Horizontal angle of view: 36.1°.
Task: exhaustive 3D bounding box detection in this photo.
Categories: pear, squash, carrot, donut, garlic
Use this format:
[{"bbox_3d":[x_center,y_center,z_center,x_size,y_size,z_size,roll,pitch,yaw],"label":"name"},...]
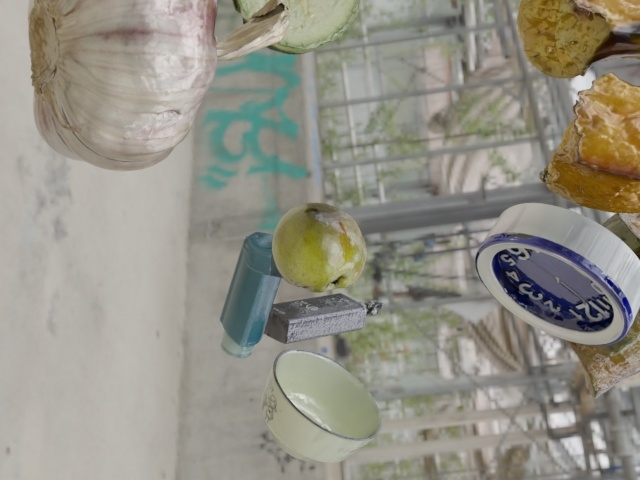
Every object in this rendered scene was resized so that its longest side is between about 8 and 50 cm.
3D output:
[{"bbox_3d":[0.000,0.000,1.395,0.141,0.141,0.104,-92,-175,-46],"label":"pear"},{"bbox_3d":[-0.038,-0.416,1.603,0.041,0.219,0.219,173,-90,-76],"label":"squash"},{"bbox_3d":[0.529,0.080,1.636,0.241,0.340,0.241,46,15,-16],"label":"carrot"},{"bbox_3d":[0.475,-0.222,1.395,0.163,0.377,0.435,89,3,-60],"label":"donut"},{"bbox_3d":[-0.144,-0.193,0.928,0.245,0.253,0.245,31,-54,56],"label":"garlic"}]

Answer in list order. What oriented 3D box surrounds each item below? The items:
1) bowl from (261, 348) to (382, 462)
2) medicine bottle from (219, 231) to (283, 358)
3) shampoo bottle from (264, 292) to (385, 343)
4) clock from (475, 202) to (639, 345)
[{"bbox_3d":[-0.014,0.328,1.844,0.126,0.237,0.238,-57,-168,21],"label":"bowl"},{"bbox_3d":[-0.102,0.097,1.707,0.079,0.124,0.258,-36,152,-57],"label":"medicine bottle"},{"bbox_3d":[0.012,0.166,2.149,0.309,0.098,0.071,-5,108,-43],"label":"shampoo bottle"},{"bbox_3d":[0.332,0.047,1.363,0.083,0.230,0.230,-56,156,-25],"label":"clock"}]
